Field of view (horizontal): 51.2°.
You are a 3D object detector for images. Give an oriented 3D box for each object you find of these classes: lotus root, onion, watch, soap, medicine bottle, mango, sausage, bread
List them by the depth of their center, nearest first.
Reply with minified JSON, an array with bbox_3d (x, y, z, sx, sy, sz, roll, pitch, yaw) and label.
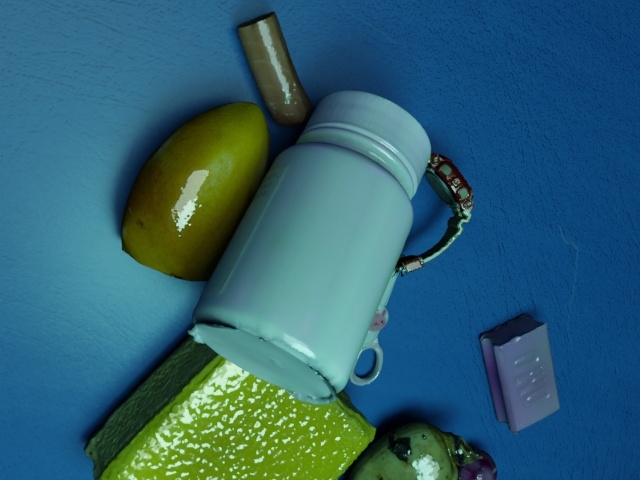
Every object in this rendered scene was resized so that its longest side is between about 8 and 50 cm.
[{"bbox_3d":[0.000,0.000,0.891,0.213,0.213,0.379,39,63,-27],"label":"medicine bottle"},{"bbox_3d":[-0.159,-0.075,0.918,0.187,0.138,0.257,14,105,-38],"label":"mango"},{"bbox_3d":[-0.061,-0.235,0.958,0.065,0.065,0.170,-27,114,-14],"label":"sausage"},{"bbox_3d":[-0.130,0.307,1.034,0.333,0.143,0.324,-45,115,-5],"label":"bread"},{"bbox_3d":[0.122,-0.024,1.075,0.165,0.102,0.268,43,87,-6],"label":"watch"},{"bbox_3d":[0.149,0.405,1.184,0.256,0.140,0.155,-28,127,-3],"label":"lotus root"},{"bbox_3d":[0.384,0.254,1.280,0.122,0.065,0.203,-23,113,-15],"label":"soap"},{"bbox_3d":[0.288,0.457,1.286,0.104,0.115,0.115,19,99,19],"label":"onion"}]

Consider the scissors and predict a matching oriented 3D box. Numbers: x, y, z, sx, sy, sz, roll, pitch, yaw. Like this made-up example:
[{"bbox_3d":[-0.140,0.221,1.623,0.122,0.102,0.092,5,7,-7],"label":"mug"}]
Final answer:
[{"bbox_3d":[0.088,0.132,1.138,0.118,0.030,0.242,21,96,-26],"label":"scissors"}]
